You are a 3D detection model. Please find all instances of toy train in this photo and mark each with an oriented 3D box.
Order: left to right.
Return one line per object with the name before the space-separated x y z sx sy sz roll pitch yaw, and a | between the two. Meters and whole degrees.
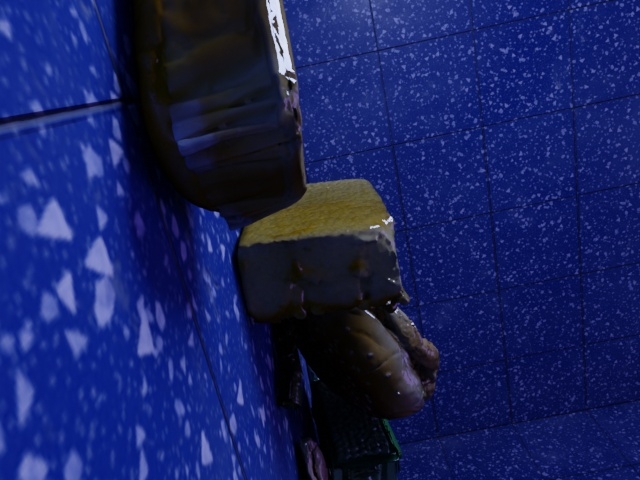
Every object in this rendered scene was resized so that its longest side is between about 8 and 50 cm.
toy train | 0.056 0.336 0.845 0.269 0.115 0.154 -119 -156 -70

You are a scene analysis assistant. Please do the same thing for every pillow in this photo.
pillow | 0.006 0.381 0.667 0.126 0.043 0.232 84 -5 -52

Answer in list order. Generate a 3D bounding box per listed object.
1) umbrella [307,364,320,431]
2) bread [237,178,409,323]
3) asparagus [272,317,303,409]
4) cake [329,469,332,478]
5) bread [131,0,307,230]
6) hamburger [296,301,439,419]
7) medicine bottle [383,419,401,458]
umbrella | 0.004 0.262 1.018 0.052 0.053 0.250 59 22 -79
bread | 0.000 0.000 0.668 0.274 0.185 0.114 -96 180 -70
asparagus | -0.044 0.144 0.675 0.165 0.036 0.030 -101 -172 -45
cake | 0.073 0.478 1.086 0.287 0.098 0.135 72 7 -75
bread | -0.076 -0.141 0.391 0.136 0.107 0.241 80 0 -68
hamburger | 0.052 0.151 0.772 0.286 0.146 0.243 19 -34 58
medicine bottle | 0.074 0.305 1.048 0.076 0.111 0.309 70 -6 -53
